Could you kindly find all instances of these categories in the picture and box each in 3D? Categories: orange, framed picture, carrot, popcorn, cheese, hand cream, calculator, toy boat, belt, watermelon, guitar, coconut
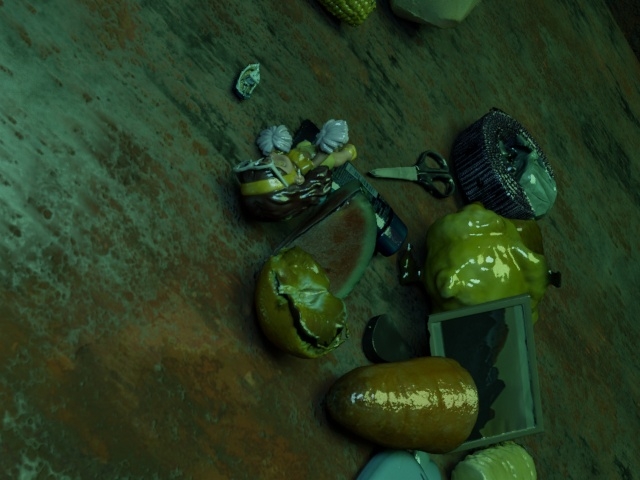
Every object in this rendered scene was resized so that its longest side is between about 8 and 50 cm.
[{"bbox_3d":[-0.035,0.097,1.112,0.160,0.112,0.170,45,19,-11],"label":"orange"},{"bbox_3d":[0.290,0.237,1.348,0.018,0.192,0.265,-129,-152,-74],"label":"framed picture"},{"bbox_3d":[0.110,0.246,1.193,0.225,0.159,0.159,14,62,-34],"label":"carrot"},{"bbox_3d":[0.320,0.059,1.441,0.316,0.281,0.297,-48,128,-36],"label":"popcorn"},{"bbox_3d":[0.314,0.434,1.380,0.167,0.094,0.123,-5,79,-51],"label":"cheese"},{"bbox_3d":[0.049,-0.090,1.347,0.270,0.061,0.120,47,41,-18],"label":"hand cream"},{"bbox_3d":[0.115,0.432,1.187,0.303,0.042,0.188,-38,102,-48],"label":"calculator"},{"bbox_3d":[-0.115,-0.261,1.244,0.038,0.038,0.083,43,46,-29],"label":"toy boat"},{"bbox_3d":[0.424,-0.160,1.748,0.260,0.122,0.324,47,36,-11],"label":"belt"},{"bbox_3d":[0.023,0.003,1.197,0.136,0.207,0.202,37,59,2],"label":"watermelon"},{"bbox_3d":[0.153,0.227,1.341,0.233,0.025,0.088,50,41,-22],"label":"guitar"},{"bbox_3d":[0.256,-0.586,1.689,0.233,0.233,0.245,-9,77,-51],"label":"coconut"}]

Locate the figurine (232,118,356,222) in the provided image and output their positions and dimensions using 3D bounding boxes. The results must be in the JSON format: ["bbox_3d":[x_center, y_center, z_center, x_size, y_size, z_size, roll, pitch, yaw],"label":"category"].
[{"bbox_3d":[-0.033,-0.111,1.187,0.240,0.175,0.115,-46,125,-43],"label":"figurine"}]

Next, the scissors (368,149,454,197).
[{"bbox_3d":[0.184,-0.134,1.552,0.300,0.022,0.109,-6,74,-50],"label":"scissors"}]

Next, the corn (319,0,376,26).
[{"bbox_3d":[-0.014,-0.533,1.437,0.318,0.115,0.115,40,46,-34],"label":"corn"}]
